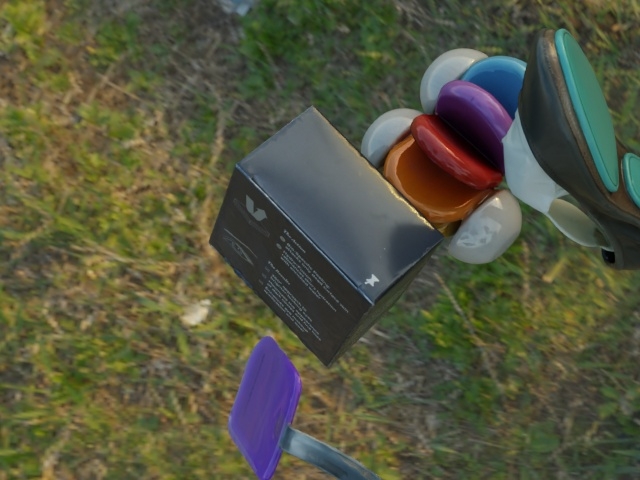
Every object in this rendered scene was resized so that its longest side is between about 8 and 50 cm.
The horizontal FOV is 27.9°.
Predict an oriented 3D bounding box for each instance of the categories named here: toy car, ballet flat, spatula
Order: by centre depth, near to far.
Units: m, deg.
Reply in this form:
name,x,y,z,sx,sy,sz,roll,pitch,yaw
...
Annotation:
name,x,y,z,sx,sy,sz,roll,pitch,yaw
spatula,0.020,0.147,0.798,0.296,0.030,0.084,32,108,47
ballet flat,0.199,-0.050,0.984,0.096,0.280,0.095,-19,48,28
toy car,0.127,-0.084,1.097,0.182,0.136,0.159,-45,73,-5

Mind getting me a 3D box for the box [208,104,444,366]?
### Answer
name,x,y,z,sx,sy,sz,roll,pitch,yaw
box,0.000,0.000,1.074,0.156,0.158,0.093,46,64,8
